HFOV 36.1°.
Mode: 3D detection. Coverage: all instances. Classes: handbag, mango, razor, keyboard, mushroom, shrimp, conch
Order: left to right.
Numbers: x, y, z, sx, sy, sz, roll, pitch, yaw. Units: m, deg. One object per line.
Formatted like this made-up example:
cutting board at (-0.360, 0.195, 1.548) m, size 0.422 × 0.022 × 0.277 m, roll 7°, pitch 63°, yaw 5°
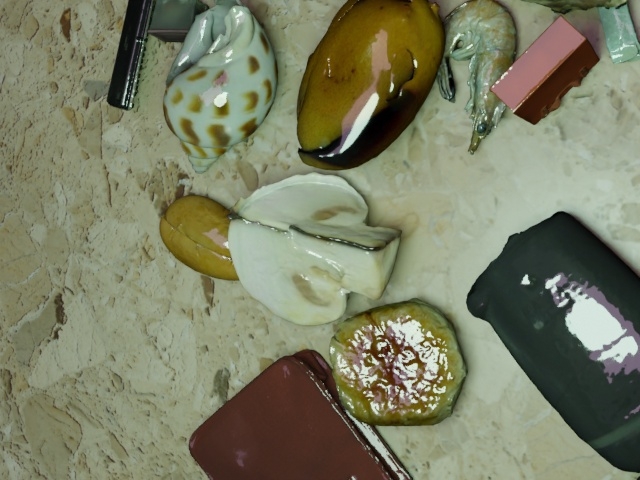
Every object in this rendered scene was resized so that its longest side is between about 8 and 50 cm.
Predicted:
keyboard at (-0.301, -0.325, 1.588) m, size 0.094 × 0.025 × 0.230 m, roll 22°, pitch 101°, yaw 55°
conch at (-0.153, -0.223, 1.484) m, size 0.275 × 0.149 × 0.182 m, roll -49°, pitch 32°, yaw 22°
handbag at (-0.037, 0.336, 1.481) m, size 0.260 × 0.084 × 0.275 m, roll -43°, pitch 77°, yaw 16°
mushroom at (-0.001, 0.014, 1.451) m, size 0.236 × 0.162 × 0.173 m, roll 15°, pitch 131°, yaw 12°
mango at (0.063, -0.228, 1.389) m, size 0.201 × 0.153 × 0.287 m, roll 48°, pitch 109°, yaw 26°
shrimp at (0.211, -0.234, 1.394) m, size 0.126 × 0.047 × 0.223 m, roll 6°, pitch 87°, yaw 29°
handbag at (0.297, -0.217, 1.284) m, size 0.063 × 0.190 × 0.127 m, roll 47°, pitch 105°, yaw 13°
razor at (0.362, 0.132, 1.306) m, size 0.204 × 0.113 × 0.349 m, roll -47°, pitch 75°, yaw 18°

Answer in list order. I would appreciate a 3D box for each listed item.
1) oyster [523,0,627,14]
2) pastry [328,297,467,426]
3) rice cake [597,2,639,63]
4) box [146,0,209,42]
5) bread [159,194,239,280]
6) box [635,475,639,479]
oyster at (0.286, -0.402, 1.320) m, size 0.294 × 0.094 × 0.166 m, roll 31°, pitch 116°, yaw 30°
pastry at (0.112, 0.181, 1.412) m, size 0.193 × 0.093 × 0.182 m, roll -15°, pitch 84°, yaw 14°
rice cake at (0.387, -0.357, 1.326) m, size 0.045 × 0.042 × 0.245 m, roll -15°, pitch 86°, yaw 27°
box at (-0.223, -0.350, 1.556) m, size 0.085 × 0.060 × 0.063 m, roll 5°, pitch 88°, yaw 22°
bread at (-0.175, -0.003, 1.535) m, size 0.189 × 0.077 × 0.114 m, roll 28°, pitch 96°, yaw 21°
box at (0.579, 0.341, 1.194) m, size 0.350 × 0.091 × 0.359 m, roll 39°, pitch 104°, yaw -1°
